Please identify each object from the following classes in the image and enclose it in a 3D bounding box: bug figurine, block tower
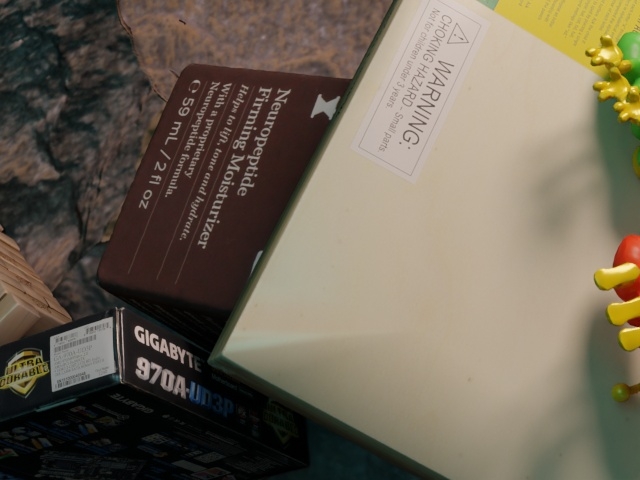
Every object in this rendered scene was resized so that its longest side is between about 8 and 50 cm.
[{"bbox_3d":[0.255,-0.026,0.681,0.279,0.072,0.216,-12,77,-12],"label":"bug figurine"},{"bbox_3d":[-0.325,0.003,1.077,0.091,0.097,0.335,-46,50,3],"label":"block tower"}]

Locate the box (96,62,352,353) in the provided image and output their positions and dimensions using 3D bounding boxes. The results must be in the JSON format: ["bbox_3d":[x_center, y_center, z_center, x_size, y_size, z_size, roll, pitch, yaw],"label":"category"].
[{"bbox_3d":[0.000,0.000,0.836,0.203,0.167,0.169,10,72,34],"label":"box"}]

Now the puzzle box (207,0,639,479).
[{"bbox_3d":[0.148,-0.047,0.722,0.272,0.052,0.409,30,74,-7],"label":"puzzle box"}]

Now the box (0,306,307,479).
[{"bbox_3d":[-0.135,0.121,0.822,0.175,0.220,0.051,-19,61,23],"label":"box"}]
